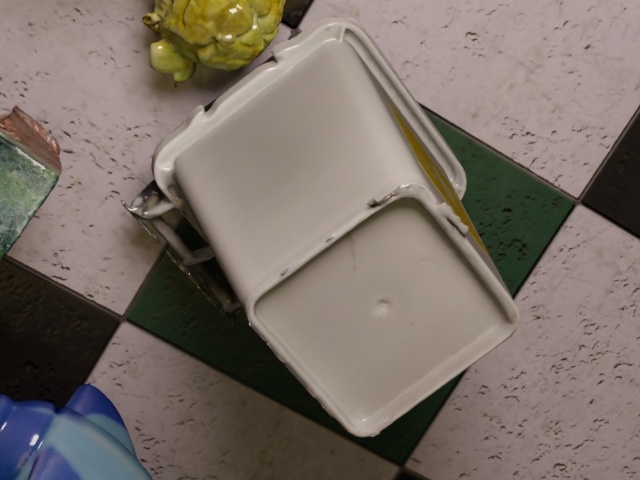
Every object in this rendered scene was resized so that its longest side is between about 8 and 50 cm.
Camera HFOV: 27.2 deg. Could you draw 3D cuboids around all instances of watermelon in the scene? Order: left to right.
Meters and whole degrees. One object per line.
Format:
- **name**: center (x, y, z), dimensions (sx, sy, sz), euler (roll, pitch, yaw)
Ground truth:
- **watermelon**: center (-0.327, -0.056, 1.236), dimensions (0.148, 0.318, 0.226), euler (41, 58, -10)

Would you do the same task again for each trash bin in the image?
- **trash bin**: center (0.000, 0.000, 1.192), dimensions (0.296, 0.368, 0.256), euler (-35, 117, 5)

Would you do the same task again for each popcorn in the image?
- **popcorn**: center (-0.102, -0.226, 1.251), dimensions (0.162, 0.135, 0.141), euler (-27, 114, 0)

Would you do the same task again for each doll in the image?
- **doll**: center (-0.290, 0.300, 1.356), dimensions (0.376, 0.187, 0.366), euler (-4, 115, -23)
